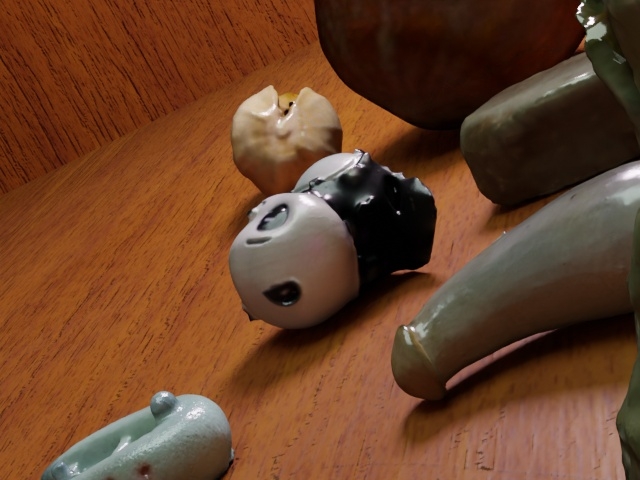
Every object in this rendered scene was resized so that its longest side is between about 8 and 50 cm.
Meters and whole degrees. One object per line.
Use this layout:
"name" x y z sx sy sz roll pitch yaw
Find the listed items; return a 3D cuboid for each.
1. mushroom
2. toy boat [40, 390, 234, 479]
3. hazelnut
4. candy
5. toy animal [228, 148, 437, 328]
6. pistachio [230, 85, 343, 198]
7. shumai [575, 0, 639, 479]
"mushroom" 0.169 0.029 1.052 0.270 0.103 0.118 -31 14 25
"toy boat" -0.167 0.180 1.188 0.207 0.079 0.134 -23 12 25
"hazelnut" 0.175 -0.313 1.797 0.365 0.366 0.366 -27 14 7
"candy" 0.249 -0.119 1.396 0.234 0.102 0.104 -21 16 24
"toy animal" 0.000 0.000 1.375 0.179 0.138 0.166 -28 -3 -21
"pistachio" -0.045 -0.130 1.945 0.157 0.157 0.229 -28 8 3
"shumai" 0.256 -0.028 0.610 0.324 0.323 0.397 -31 13 -17
